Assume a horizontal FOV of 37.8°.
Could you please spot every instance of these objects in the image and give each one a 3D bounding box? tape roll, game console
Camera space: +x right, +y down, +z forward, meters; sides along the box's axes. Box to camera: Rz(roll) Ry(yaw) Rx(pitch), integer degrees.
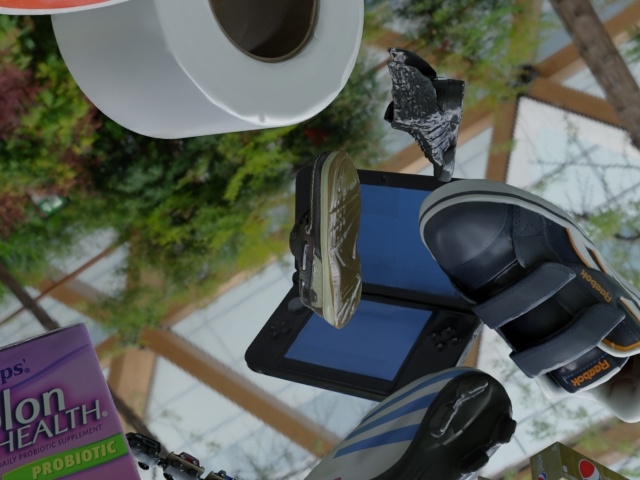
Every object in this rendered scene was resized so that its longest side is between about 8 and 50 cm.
[{"bbox_3d":[-0.102,-0.220,0.868,0.169,0.246,0.246,0,-148,47],"label":"tape roll"},{"bbox_3d":[0.052,0.051,1.205,0.293,0.173,0.250,7,-136,33],"label":"game console"}]

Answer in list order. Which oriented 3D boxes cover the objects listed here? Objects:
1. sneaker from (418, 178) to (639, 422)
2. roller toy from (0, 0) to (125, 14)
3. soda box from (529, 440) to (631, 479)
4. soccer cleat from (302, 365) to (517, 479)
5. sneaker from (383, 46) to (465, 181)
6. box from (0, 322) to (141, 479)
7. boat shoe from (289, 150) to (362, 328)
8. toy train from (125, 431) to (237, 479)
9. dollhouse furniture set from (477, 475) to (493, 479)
[{"bbox_3d":[0.228,0.065,0.908,0.126,0.321,0.128,-40,-151,37],"label":"sneaker"},{"bbox_3d":[-0.140,-0.213,0.455,0.191,0.146,0.209,-10,172,-14],"label":"roller toy"},{"bbox_3d":[0.385,0.355,1.331,0.058,0.181,0.061,-43,-153,35],"label":"soda box"},{"bbox_3d":[0.046,0.241,0.888,0.331,0.116,0.143,-35,-174,-23],"label":"soccer cleat"},{"bbox_3d":[0.112,-0.137,1.046,0.089,0.170,0.051,6,-130,5],"label":"sneaker"},{"bbox_3d":[-0.194,0.218,0.702,0.117,0.243,0.213,-19,163,-21],"label":"box"},{"bbox_3d":[0.000,0.000,0.701,0.049,0.152,0.056,15,-144,24],"label":"boat shoe"},{"bbox_3d":[-0.147,0.246,1.005,0.027,0.158,0.036,-49,-154,16],"label":"toy train"},{"bbox_3d":[0.287,0.491,1.507,0.144,0.123,0.151,12,-152,33],"label":"dollhouse furniture set"}]
